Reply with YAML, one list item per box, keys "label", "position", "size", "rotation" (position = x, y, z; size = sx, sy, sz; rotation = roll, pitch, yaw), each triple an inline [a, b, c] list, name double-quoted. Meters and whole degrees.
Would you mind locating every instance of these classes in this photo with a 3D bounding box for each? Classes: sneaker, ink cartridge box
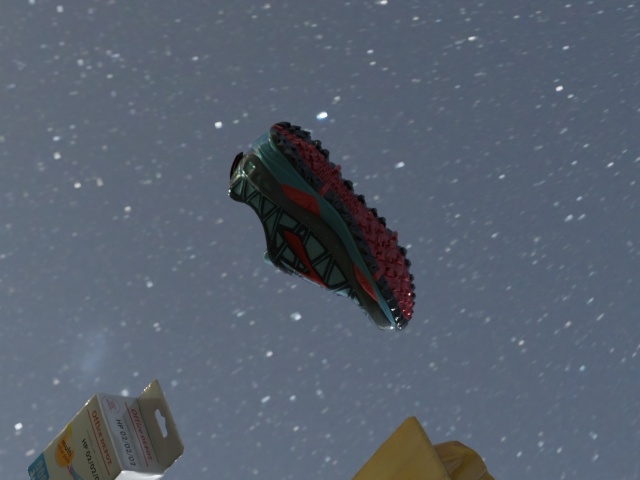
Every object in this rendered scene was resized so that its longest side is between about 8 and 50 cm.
- label: "sneaker"
  position: [0.000, 0.000, 1.270]
  size: [0.125, 0.104, 0.262]
  rotation: [-35, -87, 30]
- label: "ink cartridge box"
  position: [-0.235, 0.239, 1.251]
  size: [0.181, 0.061, 0.104]
  rotation: [-46, -129, 24]

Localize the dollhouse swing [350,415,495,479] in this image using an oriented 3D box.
- label: "dollhouse swing"
  position: [0.145, 0.384, 0.871]
  size: [0.305, 0.315, 0.347]
  rotation: [23, -27, 50]
